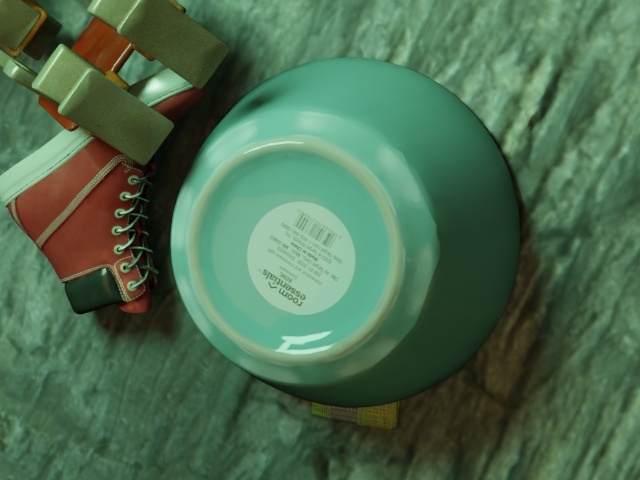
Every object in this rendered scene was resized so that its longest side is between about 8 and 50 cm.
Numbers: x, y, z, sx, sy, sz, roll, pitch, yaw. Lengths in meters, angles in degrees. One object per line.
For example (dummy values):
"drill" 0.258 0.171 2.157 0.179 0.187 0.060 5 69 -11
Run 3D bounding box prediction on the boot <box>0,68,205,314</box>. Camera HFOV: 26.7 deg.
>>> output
"boot" -0.162 -0.036 1.204 0.244 0.088 0.176 -33 88 30

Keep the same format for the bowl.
"bowl" 0.000 0.000 1.121 0.312 0.163 0.311 1 95 17

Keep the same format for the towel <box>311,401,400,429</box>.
"towel" 0.033 0.136 1.214 0.083 0.009 0.060 6 100 16

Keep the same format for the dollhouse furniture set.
"dollhouse furniture set" -0.149 -0.207 1.122 0.259 0.135 0.262 -54 40 4
